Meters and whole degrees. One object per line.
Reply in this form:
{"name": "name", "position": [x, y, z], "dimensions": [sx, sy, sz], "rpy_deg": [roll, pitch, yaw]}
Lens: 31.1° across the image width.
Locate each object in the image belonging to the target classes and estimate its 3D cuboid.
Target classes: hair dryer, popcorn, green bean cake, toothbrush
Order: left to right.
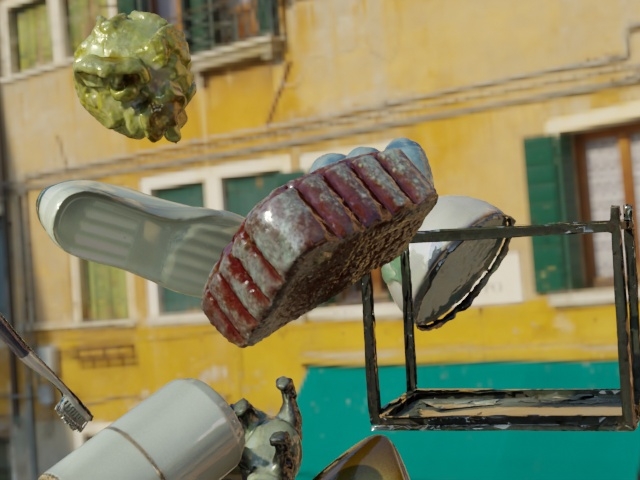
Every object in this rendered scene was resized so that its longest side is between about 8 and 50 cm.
{"name": "toothbrush", "position": [-0.291, 0.092, 1.078], "dimensions": [0.024, 0.026, 0.288], "rpy_deg": [6, -39, 32]}
{"name": "popcorn", "position": [-0.210, -0.187, 1.297], "dimensions": [0.162, 0.142, 0.135], "rpy_deg": [15, 0, -40]}
{"name": "hair dryer", "position": [-0.157, 0.308, 1.136], "dimensions": [0.107, 0.357, 0.173], "rpy_deg": [30, 48, 33]}
{"name": "green bean cake", "position": [0.000, 0.000, 1.229], "dimensions": [0.232, 0.097, 0.198], "rpy_deg": [-26, -21, -35]}

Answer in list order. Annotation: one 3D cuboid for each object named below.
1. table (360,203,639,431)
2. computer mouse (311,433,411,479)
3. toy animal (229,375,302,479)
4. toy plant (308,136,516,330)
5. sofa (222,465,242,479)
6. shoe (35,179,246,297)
{"name": "table", "position": [0.244, 0.097, 1.513], "dimensions": [0.335, 0.272, 0.222], "rpy_deg": [-3, 1, 19]}
{"name": "computer mouse", "position": [0.048, 0.323, 1.166], "dimensions": [0.158, 0.310, 0.072], "rpy_deg": [-40, -56, 12]}
{"name": "toy animal", "position": [-0.073, 0.286, 1.522], "dimensions": [0.093, 0.121, 0.225], "rpy_deg": [-10, 23, 5]}
{"name": "toy plant", "position": [0.114, -0.038, 1.852], "dimensions": [0.332, 0.247, 0.247], "rpy_deg": [40, 18, 24]}
{"name": "sofa", "position": [-0.206, 0.390, 1.587], "dimensions": [0.258, 0.182, 0.200], "rpy_deg": [-40, -36, 20]}
{"name": "shoe", "position": [-0.246, -0.009, 1.682], "dimensions": [0.363, 0.132, 0.160], "rpy_deg": [14, 6, -33]}
